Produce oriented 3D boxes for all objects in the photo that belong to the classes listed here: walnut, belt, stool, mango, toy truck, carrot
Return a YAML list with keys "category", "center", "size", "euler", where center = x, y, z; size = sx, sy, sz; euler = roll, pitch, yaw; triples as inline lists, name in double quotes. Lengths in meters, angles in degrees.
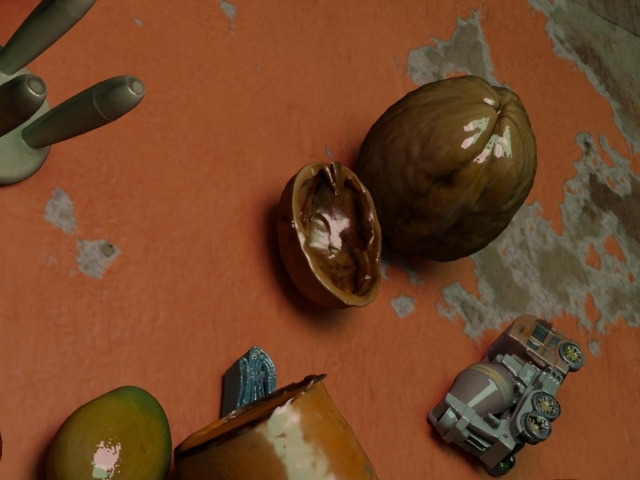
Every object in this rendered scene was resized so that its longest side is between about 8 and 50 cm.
- category: "walnut"
  center: [0.174, -0.101, 2.395]
  size: [0.227, 0.283, 0.283]
  euler: [35, 42, -7]
- category: "belt"
  center: [-0.070, 0.212, 2.092]
  size: [0.100, 0.065, 0.179]
  euler: [19, 51, -24]
- category: "stool"
  center: [-0.338, -0.190, 1.984]
  size: [0.195, 0.198, 0.195]
  euler: [-6, 67, -47]
- category: "mango"
  center: [-0.222, 0.226, 1.908]
  size: [0.130, 0.092, 0.195]
  euler: [41, 32, -15]
- category: "toy truck"
  center: [0.248, 0.201, 2.399]
  size: [0.140, 0.108, 0.257]
  euler: [38, 43, -1]
- category: "walnut"
  center: [-0.001, 0.002, 2.286]
  size: [0.167, 0.087, 0.211]
  euler: [28, 48, -40]
- category: "carrot"
  center: [-0.016, 0.336, 1.919]
  size: [0.224, 0.224, 0.341]
  euler: [-27, 92, -51]

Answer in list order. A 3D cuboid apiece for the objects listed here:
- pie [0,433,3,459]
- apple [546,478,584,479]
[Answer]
- category: "pie"
  center: [-0.397, 0.192, 1.775]
  size: [0.182, 0.049, 0.182]
  euler: [28, 45, -33]
- category: "apple"
  center: [0.297, 0.425, 2.139]
  size: [0.299, 0.299, 0.275]
  euler: [44, 45, -15]
